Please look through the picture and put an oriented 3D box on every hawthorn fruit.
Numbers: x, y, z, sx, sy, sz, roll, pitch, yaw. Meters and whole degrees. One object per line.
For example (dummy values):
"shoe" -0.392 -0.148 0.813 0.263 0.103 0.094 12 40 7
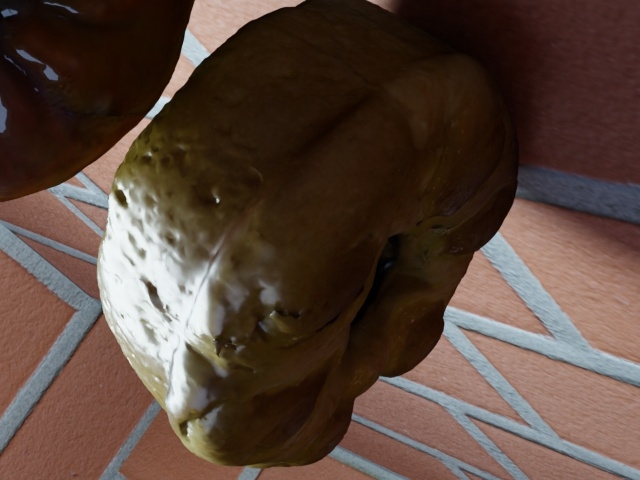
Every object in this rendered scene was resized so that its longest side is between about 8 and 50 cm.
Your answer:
"hawthorn fruit" -0.207 -0.177 0.750 0.277 0.277 0.298 45 -176 -35

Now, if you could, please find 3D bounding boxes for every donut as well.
"donut" 0.000 0.000 0.796 0.150 0.299 0.317 41 136 20
